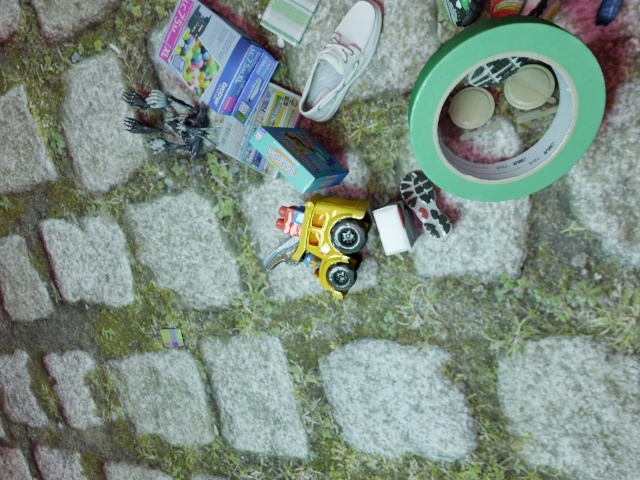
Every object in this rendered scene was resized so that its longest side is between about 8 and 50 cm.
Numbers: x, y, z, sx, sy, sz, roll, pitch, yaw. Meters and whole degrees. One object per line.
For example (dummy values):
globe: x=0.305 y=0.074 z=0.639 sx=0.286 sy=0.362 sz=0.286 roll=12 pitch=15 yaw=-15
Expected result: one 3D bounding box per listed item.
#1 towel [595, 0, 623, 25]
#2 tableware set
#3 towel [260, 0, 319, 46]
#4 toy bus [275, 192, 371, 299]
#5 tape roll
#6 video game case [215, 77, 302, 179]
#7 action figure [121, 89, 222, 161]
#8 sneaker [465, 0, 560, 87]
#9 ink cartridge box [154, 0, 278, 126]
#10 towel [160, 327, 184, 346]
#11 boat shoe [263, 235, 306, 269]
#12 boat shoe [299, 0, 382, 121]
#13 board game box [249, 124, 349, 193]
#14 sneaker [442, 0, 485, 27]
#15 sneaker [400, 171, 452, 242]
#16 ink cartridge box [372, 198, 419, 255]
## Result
towel: x=0.510 y=-0.436 z=0.732 sx=0.029 sy=0.067 sz=0.119 roll=22 pitch=110 yaw=15
tableware set: x=0.355 y=-0.279 z=0.848 sx=0.194 sy=0.039 sz=0.128 roll=-15 pitch=81 yaw=20
towel: x=-0.061 y=-0.540 z=0.980 sx=0.113 sy=0.023 sz=0.152 roll=36 pitch=111 yaw=10
toy bus: x=0.000 y=0.000 z=0.980 sx=0.211 sy=0.149 sz=0.220 roll=13 pitch=109 yaw=5
tape roll: x=0.323 y=-0.224 z=0.776 sx=0.321 sy=0.077 sz=0.321 roll=4 pitch=126 yaw=6
video game case: x=-0.153 y=-0.289 z=1.071 sx=0.193 sy=0.023 sz=0.212 roll=30 pitch=111 yaw=15
action figure: x=-0.399 y=-0.301 z=1.109 sx=0.275 sy=0.141 sz=0.164 roll=19 pitch=107 yaw=22
sneaker: x=0.354 y=-0.416 z=0.793 sx=0.279 sy=0.107 sz=0.118 roll=-55 pitch=51 yaw=14
ink cartridge box: x=-0.261 y=-0.443 z=1.046 sx=0.311 sy=0.065 sz=0.186 roll=42 pitch=115 yaw=14
towel: x=-0.466 y=0.305 z=1.345 sx=0.083 sy=0.009 sz=0.060 roll=-9 pitch=97 yaw=24
boat shoe: x=-0.068 y=0.030 z=1.083 sx=0.183 sy=0.066 sz=0.066 roll=-38 pitch=87 yaw=25
boat shoe: x=0.040 y=-0.386 z=0.926 sx=0.098 sy=0.096 sz=0.277 roll=34 pitch=112 yaw=13
board game box: x=-0.039 y=-0.182 z=0.943 sx=0.160 sy=0.210 sz=0.047 roll=45 pitch=114 yaw=9
sneaker: x=0.204 y=-0.553 z=0.817 sx=0.146 sy=0.134 sz=0.344 roll=-28 pitch=81 yaw=32
sneaker: x=0.226 y=-0.069 z=0.940 sx=0.068 sy=0.071 sz=0.170 roll=-23 pitch=76 yaw=5
ink cartridge box: x=0.167 y=-0.033 z=0.931 sx=0.056 sy=0.135 sz=0.099 roll=-16 pitch=95 yaw=22
